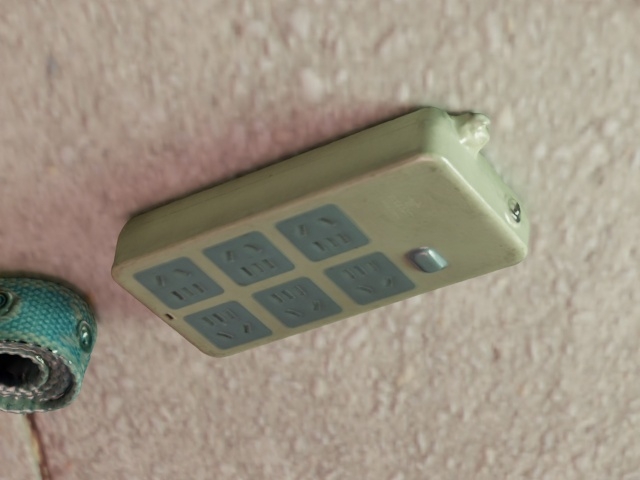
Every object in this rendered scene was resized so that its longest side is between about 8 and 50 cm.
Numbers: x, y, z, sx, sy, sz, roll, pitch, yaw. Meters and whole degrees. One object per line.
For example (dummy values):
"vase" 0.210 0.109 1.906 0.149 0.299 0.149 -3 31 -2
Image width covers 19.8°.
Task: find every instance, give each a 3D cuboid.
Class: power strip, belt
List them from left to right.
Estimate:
"belt" -0.302 0.072 1.243 0.302 0.072 0.087 0 138 10
"power strip" 0.000 0.000 1.126 0.270 0.046 0.118 -19 134 29
